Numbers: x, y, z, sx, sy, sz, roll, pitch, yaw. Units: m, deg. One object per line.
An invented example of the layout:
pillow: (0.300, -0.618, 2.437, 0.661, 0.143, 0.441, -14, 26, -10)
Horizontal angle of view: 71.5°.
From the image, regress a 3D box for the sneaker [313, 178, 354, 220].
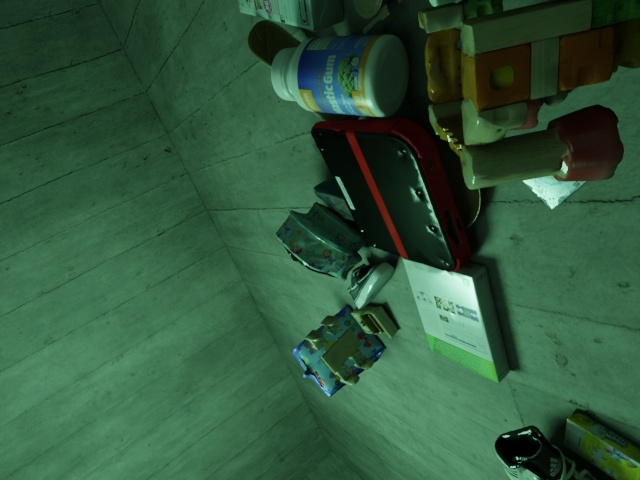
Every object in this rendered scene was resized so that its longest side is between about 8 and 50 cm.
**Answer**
sneaker: (0.060, -0.114, 1.296, 0.228, 0.087, 0.092, 33, 148, 47)

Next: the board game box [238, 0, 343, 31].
board game box: (-0.087, -0.612, 0.983, 0.303, 0.097, 0.224, 36, 146, 38)

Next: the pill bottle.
pill bottle: (0.031, -0.343, 0.928, 0.272, 0.152, 0.152, 15, 134, 35)

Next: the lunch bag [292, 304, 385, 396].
lunch bag: (0.056, 0.426, 1.677, 0.221, 0.293, 0.138, 48, 153, 23)

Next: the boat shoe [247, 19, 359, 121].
boat shoe: (-0.025, -0.409, 1.099, 0.341, 0.122, 0.110, 45, -165, 6)

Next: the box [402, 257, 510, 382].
box: (0.346, 0.188, 1.144, 0.232, 0.058, 0.322, 17, 132, 56)

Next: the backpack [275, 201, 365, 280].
backpack: (0.000, 0.000, 1.342, 0.225, 0.253, 0.191, 43, 107, 32)

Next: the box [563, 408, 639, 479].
box: (0.621, 0.454, 0.950, 0.179, 0.043, 0.105, 32, 145, 49)

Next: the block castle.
block castle: (0.235, -0.310, 0.506, 0.303, 0.212, 0.453, -87, -15, -60)

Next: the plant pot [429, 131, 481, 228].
plant pot: (0.257, -0.129, 0.970, 0.236, 0.032, 0.236, 43, 152, 29)

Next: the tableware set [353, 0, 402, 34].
tableware set: (0.128, -0.479, 0.803, 0.194, 0.039, 0.128, -15, 93, 59)

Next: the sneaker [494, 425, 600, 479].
sneaker: (0.561, 0.566, 0.956, 0.257, 0.169, 0.447, 45, 164, -25)

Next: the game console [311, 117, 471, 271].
game console: (0.161, -0.104, 1.028, 0.342, 0.060, 0.387, 22, 147, 52)

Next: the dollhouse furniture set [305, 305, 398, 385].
dollhouse furniture set: (0.117, 0.339, 1.508, 0.212, 0.242, 0.161, 52, 157, -11)

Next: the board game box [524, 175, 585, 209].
board game box: (0.391, -0.111, 0.752, 0.090, 0.020, 0.090, 51, 155, 15)

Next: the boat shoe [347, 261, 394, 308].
boat shoe: (0.143, 0.124, 1.403, 0.102, 0.108, 0.301, 50, 161, 15)

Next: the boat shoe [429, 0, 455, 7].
boat shoe: (0.182, -0.477, 0.666, 0.081, 0.079, 0.228, 43, 146, 45)
